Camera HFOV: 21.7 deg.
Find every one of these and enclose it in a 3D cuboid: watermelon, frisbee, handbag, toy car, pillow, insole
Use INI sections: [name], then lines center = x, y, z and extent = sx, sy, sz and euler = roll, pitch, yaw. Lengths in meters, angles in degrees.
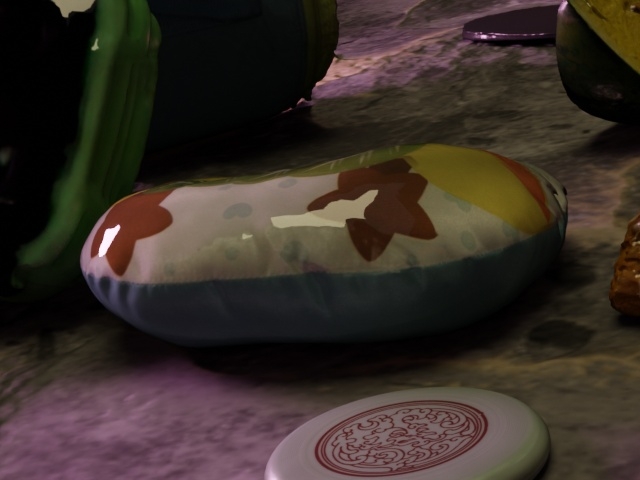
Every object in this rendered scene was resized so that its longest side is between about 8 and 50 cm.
[watermelon]
center = 0.217, -0.112, 1.016
extent = 0.075, 0.092, 0.181
euler = 22, 26, 37
[frisbee]
center = 0.032, 0.080, 0.633
extent = 0.110, 0.014, 0.110
euler = -10, 18, 3
[handbag]
center = -0.137, -0.190, 1.166
extent = 0.241, 0.263, 0.222
euler = -18, -9, -14
[toy car]
center = -0.238, -0.070, 0.970
extent = 0.358, 0.213, 0.176
euler = 5, -12, 31
[pillow]
center = 0.000, 0.000, 0.813
extent = 0.233, 0.086, 0.214
euler = -6, 7, 22
[insole]
center = 0.255, -0.177, 1.315
extent = 0.309, 0.012, 0.110
euler = -1, 19, 25

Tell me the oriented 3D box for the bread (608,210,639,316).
[bread]
center = 0.230, -0.027, 0.760
extent = 0.233, 0.076, 0.105
euler = -14, 19, -16
